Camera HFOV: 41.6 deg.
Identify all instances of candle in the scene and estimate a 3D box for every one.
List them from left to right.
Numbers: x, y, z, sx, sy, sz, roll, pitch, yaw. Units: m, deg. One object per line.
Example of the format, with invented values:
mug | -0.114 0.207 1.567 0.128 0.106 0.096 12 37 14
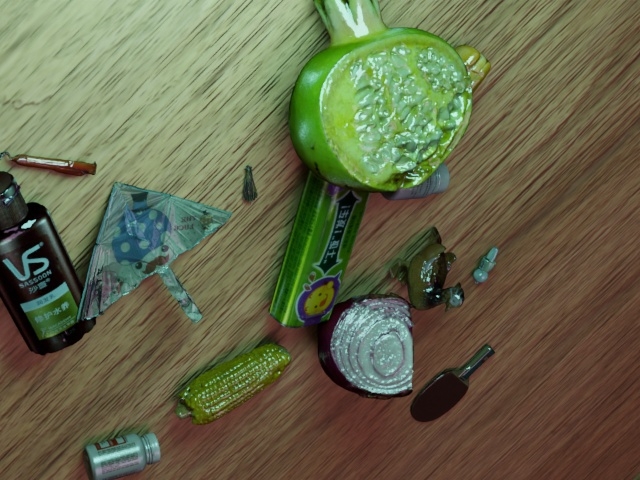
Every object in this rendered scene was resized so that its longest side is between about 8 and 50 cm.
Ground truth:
candle | -0.426 -0.118 1.293 0.167 0.021 0.026 6 118 -37

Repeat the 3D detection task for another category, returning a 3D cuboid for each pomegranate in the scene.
pomegranate | 0.072 -0.256 1.411 0.309 0.216 0.359 -24 102 -15

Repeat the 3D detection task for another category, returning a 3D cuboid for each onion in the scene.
onion | 0.094 0.229 1.791 0.206 0.216 0.207 3 167 0

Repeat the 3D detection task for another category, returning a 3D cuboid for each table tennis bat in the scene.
table tennis bat | 0.346 0.373 2.188 0.274 0.021 0.154 -44 135 5

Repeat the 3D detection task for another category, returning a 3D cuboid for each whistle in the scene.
whistle | 0.387 0.059 1.968 0.035 0.035 0.100 9 116 -38

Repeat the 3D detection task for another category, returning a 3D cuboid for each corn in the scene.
corn | -0.178 0.293 1.722 0.261 0.097 0.097 -28 134 -15

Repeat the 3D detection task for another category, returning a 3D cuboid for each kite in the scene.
kite | -0.288 0.031 1.461 0.335 0.011 0.314 -38 124 -22

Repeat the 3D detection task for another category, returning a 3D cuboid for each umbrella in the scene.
umbrella | -0.126 -0.099 1.514 0.031 0.020 0.083 -19 126 -22

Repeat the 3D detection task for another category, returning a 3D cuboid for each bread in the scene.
bread | 0.227 -0.270 1.563 0.077 0.116 0.200 36 100 -20

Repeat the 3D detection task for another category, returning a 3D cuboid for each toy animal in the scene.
toy animal | 0.244 0.062 1.783 0.089 0.179 0.188 32 75 -46

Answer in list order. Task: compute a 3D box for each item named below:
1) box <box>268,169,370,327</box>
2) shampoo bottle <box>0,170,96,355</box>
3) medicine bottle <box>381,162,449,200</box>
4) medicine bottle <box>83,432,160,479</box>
box | 0.000 0.000 1.620 0.134 0.097 0.346 -9 127 -39
shampoo bottle | -0.463 0.039 1.343 0.129 0.084 0.323 -27 134 -21
medicine bottle | 0.185 -0.122 1.661 0.130 0.080 0.080 -7 126 -31
medicine bottle | -0.397 0.433 1.689 0.140 0.079 0.079 -10 127 -27
